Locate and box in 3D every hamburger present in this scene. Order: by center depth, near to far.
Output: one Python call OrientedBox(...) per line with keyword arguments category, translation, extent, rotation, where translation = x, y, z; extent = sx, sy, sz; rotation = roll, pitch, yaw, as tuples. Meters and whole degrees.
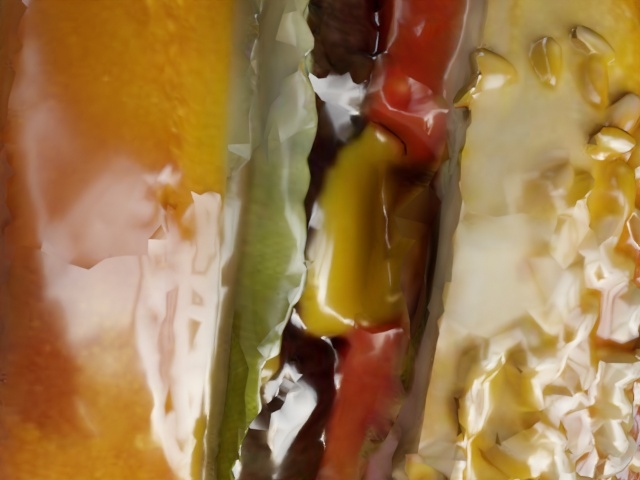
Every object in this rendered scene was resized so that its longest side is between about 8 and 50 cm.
OrientedBox(category="hamburger", translation=(0.000, 0.000, 0.645), extent=(0.330, 0.250, 0.330), rotation=(-177, -90, -84))
